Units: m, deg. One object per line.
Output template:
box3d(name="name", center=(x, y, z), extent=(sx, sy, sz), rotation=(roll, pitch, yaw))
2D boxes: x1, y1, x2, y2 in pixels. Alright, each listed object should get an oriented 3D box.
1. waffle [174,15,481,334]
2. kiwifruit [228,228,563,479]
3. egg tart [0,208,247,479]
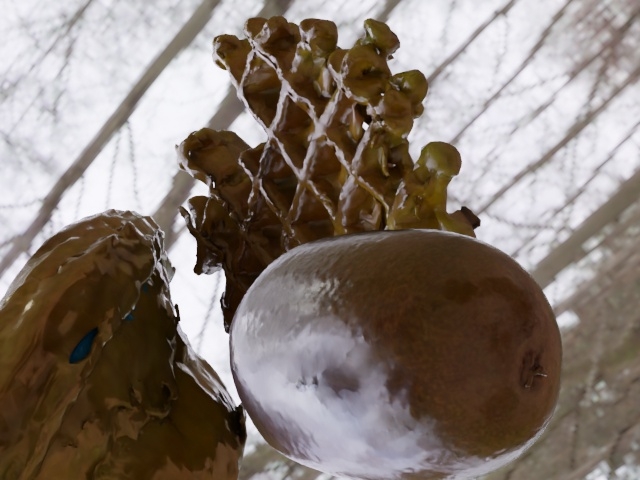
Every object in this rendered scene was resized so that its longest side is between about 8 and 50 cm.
box3d(name="waffle", center=(0.000, 0.000, 0.718), extent=(0.051, 0.231, 0.229), rotation=(-11, -82, -31))
box3d(name="kiwifruit", center=(0.019, 0.034, 0.423), extent=(0.075, 0.124, 0.075), rotation=(0, -89, -36))
box3d(name="egg tart", center=(-0.153, 0.168, 0.783), extent=(0.169, 0.388, 0.388), rotation=(28, -141, -2))
